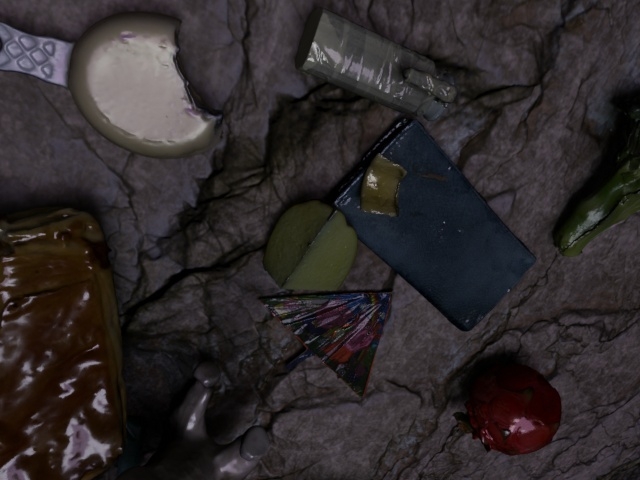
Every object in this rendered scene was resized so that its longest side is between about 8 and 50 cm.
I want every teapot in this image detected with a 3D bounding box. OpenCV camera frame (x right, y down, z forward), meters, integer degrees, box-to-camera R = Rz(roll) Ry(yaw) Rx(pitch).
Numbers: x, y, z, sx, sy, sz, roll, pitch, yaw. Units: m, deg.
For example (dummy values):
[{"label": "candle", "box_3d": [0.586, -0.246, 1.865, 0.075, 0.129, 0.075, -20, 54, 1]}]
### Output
[{"label": "teapot", "box_3d": [0.078, -0.212, 0.558, 0.200, 0.107, 0.077, 15, 102, -22]}]

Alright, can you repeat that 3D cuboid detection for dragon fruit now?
[{"label": "dragon fruit", "box_3d": [0.374, 0.326, 0.884, 0.209, 0.172, 0.172, -17, 120, -18]}]

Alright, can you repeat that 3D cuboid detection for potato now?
[{"label": "potato", "box_3d": [0.000, 0.000, 0.671, 0.120, 0.081, 0.149, 9, 123, -47]}]

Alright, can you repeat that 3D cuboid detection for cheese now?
[{"label": "cheese", "box_3d": [0.089, -0.079, 0.621, 0.060, 0.041, 0.084, 8, 117, -10]}, {"label": "cheese", "box_3d": [-0.241, -0.168, 0.513, 0.248, 0.071, 0.164, -8, 117, -12]}]

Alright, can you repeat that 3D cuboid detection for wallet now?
[{"label": "wallet", "box_3d": [0.191, -0.007, 0.729, 0.379, 0.046, 0.191, 40, 99, -27]}]

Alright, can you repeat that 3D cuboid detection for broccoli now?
[{"label": "broccoli", "box_3d": [0.488, -0.095, 0.733, 0.164, 0.145, 0.304, 8, 125, -30]}]

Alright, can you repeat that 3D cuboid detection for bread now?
[{"label": "bread", "box_3d": [-0.411, 0.151, 0.550, 0.314, 0.191, 0.370, -16, 109, -35]}]

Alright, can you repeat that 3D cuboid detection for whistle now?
[{"label": "whistle", "box_3d": [-0.337, 0.389, 0.793, 0.039, 0.039, 0.186, 6, 115, -18]}]

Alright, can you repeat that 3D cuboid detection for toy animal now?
[{"label": "toy animal", "box_3d": [-0.238, 0.401, 0.665, 0.194, 0.344, 0.303, 37, 122, 6]}]

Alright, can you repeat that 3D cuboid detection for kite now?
[{"label": "kite", "box_3d": [0.038, 0.161, 0.794, 0.234, 0.016, 0.321, -38, 120, 4]}]
